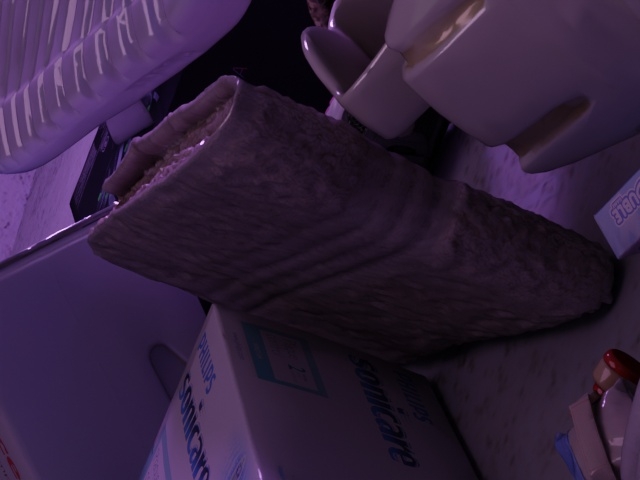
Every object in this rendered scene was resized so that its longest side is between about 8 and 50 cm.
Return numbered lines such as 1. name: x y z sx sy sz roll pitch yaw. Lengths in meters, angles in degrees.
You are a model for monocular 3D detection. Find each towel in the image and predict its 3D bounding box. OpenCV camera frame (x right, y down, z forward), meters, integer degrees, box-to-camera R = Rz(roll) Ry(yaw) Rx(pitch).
1. towel: 0.000 0.000 0.863 0.282 0.187 0.049 -22 47 69

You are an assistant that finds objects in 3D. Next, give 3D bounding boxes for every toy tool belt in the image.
1. toy tool belt: 0.104 0.078 0.661 0.051 0.052 0.083 -57 18 18

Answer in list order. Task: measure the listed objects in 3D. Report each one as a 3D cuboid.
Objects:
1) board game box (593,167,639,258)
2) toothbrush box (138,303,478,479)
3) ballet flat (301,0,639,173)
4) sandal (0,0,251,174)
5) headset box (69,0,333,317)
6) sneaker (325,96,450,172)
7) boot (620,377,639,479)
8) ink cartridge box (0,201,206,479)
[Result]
1. board game box: 0.145 -0.032 0.583 0.020 0.090 0.090 63 144 20
2. toothbrush box: -0.038 0.211 0.858 0.216 0.126 0.295 -112 45 -68
3. ballet flat: 0.086 -0.105 0.701 0.182 0.164 0.483 -41 11 -6
4. sandal: -0.137 -0.132 1.191 0.416 0.102 0.169 -9 77 57
5. headset box: -0.069 -0.083 1.305 0.283 0.131 0.246 -130 61 -72
6. sneaker: 0.033 -0.018 1.026 0.077 0.072 0.178 -108 30 -47
7. boot: 0.155 -0.010 0.511 0.258 0.095 0.123 -63 13 11
8. ink cartridge box: -0.148 0.122 1.126 0.223 0.129 0.307 62 159 0
